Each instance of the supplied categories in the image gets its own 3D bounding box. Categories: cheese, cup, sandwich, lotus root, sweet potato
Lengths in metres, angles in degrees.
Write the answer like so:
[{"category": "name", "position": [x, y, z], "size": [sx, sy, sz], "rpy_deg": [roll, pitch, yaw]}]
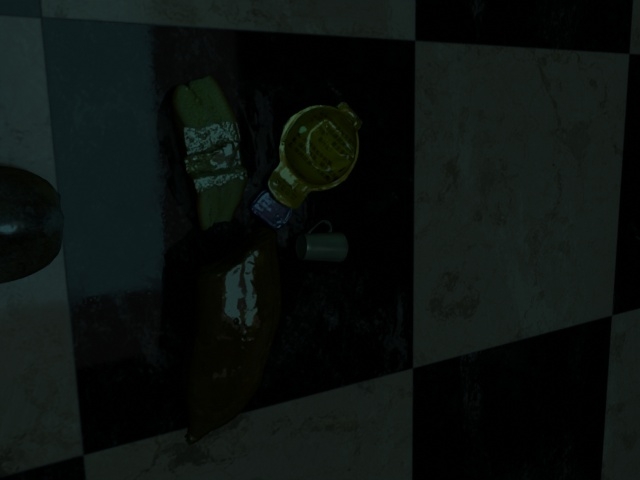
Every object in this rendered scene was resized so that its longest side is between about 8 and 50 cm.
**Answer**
[{"category": "cheese", "position": [-0.025, -0.132, 1.090], "size": [0.156, 0.064, 0.250], "rpy_deg": [42, 86, -28]}, {"category": "cup", "position": [0.002, 0.002, 1.134], "size": [0.083, 0.054, 0.075], "rpy_deg": [1, 99, -28]}, {"category": "sandwich", "position": [-0.174, -0.134, 0.986], "size": [0.090, 0.088, 0.245], "rpy_deg": [-15, 106, -24]}, {"category": "lotus root", "position": [-0.495, -0.011, 0.789], "size": [0.322, 0.140, 0.158], "rpy_deg": [-8, 103, -27]}, {"category": "sweet potato", "position": [-0.146, 0.159, 1.023], "size": [0.157, 0.157, 0.370], "rpy_deg": [4, 99, -31]}]
